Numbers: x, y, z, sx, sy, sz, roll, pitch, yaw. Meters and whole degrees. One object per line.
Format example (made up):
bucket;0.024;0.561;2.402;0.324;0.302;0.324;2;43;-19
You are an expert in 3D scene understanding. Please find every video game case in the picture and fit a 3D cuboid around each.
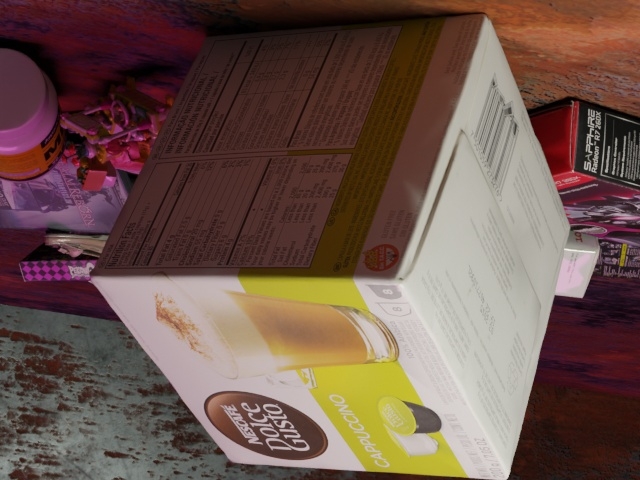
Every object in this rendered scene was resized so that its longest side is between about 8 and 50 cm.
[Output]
video game case;-0.401;-0.083;2.031;0.274;0.026;0.196;3;141;17
video game case;-0.336;0.007;2.302;0.232;0.041;0.210;-2;-158;24

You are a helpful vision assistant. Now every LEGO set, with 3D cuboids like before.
LEGO set;-0.258;-0.114;1.670;0.107;0.132;0.287;-25;-167;-32

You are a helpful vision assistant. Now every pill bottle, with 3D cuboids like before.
pill bottle;-0.365;-0.147;1.671;0.119;0.119;0.208;7;169;-4

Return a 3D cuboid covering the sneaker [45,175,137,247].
sneaker;-0.340;-0.040;2.220;0.130;0.109;0.286;10;169;-34

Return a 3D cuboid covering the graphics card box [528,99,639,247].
graphics card box;0.377;-0.068;1.745;0.371;0.094;0.233;12;167;-30

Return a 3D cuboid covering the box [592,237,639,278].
box;0.435;0.000;2.124;0.216;0.060;0.270;4;168;11

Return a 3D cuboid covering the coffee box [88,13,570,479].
coffee box;0.028;0.012;1.452;0.334;0.338;0.337;-1;140;27

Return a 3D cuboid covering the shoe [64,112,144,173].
shoe;-0.271;-0.126;1.856;0.178;0.063;0.081;7;174;19

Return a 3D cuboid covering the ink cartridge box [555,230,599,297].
ink cartridge box;0.258;-0.008;1.915;0.209;0.153;0.086;7;127;-2

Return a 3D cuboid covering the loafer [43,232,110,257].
loafer;-0.358;0.009;2.121;0.045;0.039;0.125;2;-179;45
